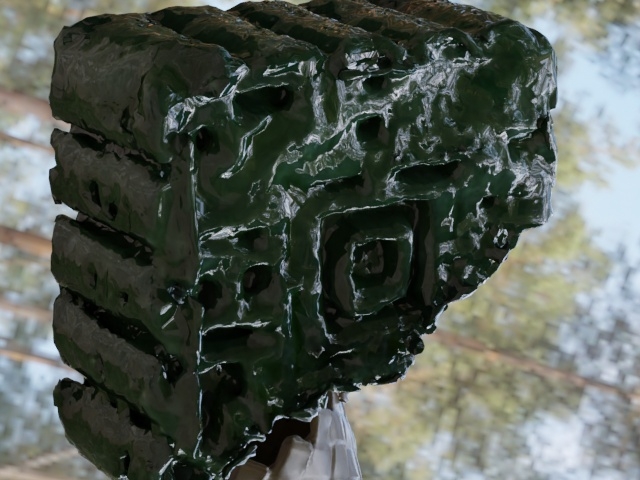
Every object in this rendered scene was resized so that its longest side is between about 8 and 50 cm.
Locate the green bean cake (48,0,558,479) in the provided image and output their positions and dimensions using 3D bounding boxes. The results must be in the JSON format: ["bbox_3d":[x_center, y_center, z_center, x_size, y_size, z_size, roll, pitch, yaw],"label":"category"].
[{"bbox_3d":[0.000,0.000,0.777,0.107,0.208,0.193,18,-66,57],"label":"green bean cake"}]

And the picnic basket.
[{"bbox_3d":[-0.048,0.098,1.099,0.128,0.178,0.138,-20,-155,2],"label":"picnic basket"}]
